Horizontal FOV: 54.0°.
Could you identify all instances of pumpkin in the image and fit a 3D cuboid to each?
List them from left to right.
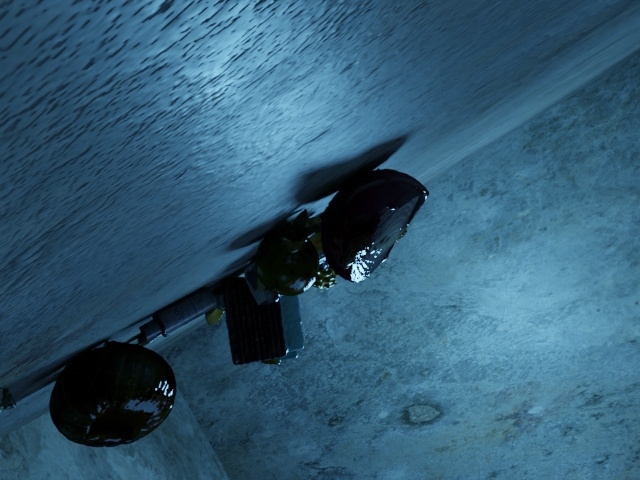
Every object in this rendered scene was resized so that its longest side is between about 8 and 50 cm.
[{"bbox_3d":[-0.533,0.404,1.631,0.320,0.192,0.321,-15,137,-14],"label":"pumpkin"}]

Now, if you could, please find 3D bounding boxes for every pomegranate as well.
[{"bbox_3d":[-0.058,0.033,1.392,0.156,0.156,0.220,-27,165,-49],"label":"pomegranate"}]

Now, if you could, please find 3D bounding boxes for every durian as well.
[{"bbox_3d":[-0.024,0.078,2.058,0.185,0.196,0.305,-38,173,11],"label":"durian"}]

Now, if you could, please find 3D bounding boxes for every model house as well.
[{"bbox_3d":[-0.216,0.248,1.907,0.248,0.281,0.229,-6,177,-41],"label":"model house"}]

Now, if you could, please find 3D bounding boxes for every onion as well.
[{"bbox_3d":[0.076,-0.041,1.316,0.267,0.159,0.348,-57,165,17],"label":"onion"}]

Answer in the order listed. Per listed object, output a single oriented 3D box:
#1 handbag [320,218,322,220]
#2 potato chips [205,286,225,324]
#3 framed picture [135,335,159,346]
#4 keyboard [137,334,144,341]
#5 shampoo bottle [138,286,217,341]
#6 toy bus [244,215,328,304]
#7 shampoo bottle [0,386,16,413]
[{"bbox_3d":[0.000,0.000,1.782,0.222,0.080,0.247,-17,169,-32],"label":"handbag"},{"bbox_3d":[-0.323,0.192,2.066,0.195,0.062,0.208,-48,172,11],"label":"potato chips"},{"bbox_3d":[-0.549,0.313,2.080,0.150,0.015,0.203,-28,-176,31],"label":"framed picture"},{"bbox_3d":[-0.480,0.254,2.002,0.231,0.023,0.072,-31,-176,3],"label":"keyboard"},{"bbox_3d":[-0.380,0.199,1.679,0.214,0.072,0.072,-29,176,-32],"label":"shampoo bottle"},{"bbox_3d":[-0.087,0.064,1.654,0.097,0.138,0.342,-27,174,-39],"label":"toy bus"},{"bbox_3d":[-0.730,0.376,1.283,0.207,0.064,0.057,-28,166,-20],"label":"shampoo bottle"}]
